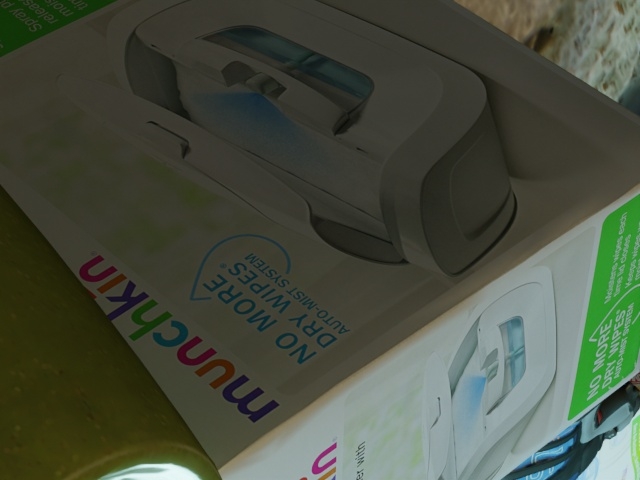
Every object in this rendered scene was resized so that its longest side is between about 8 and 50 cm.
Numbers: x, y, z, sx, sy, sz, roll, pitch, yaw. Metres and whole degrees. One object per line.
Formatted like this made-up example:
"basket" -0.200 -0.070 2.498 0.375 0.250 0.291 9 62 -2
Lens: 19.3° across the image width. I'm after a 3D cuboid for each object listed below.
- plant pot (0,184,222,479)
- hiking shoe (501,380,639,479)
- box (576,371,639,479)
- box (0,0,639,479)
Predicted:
"plant pot" -0.177 0.046 0.495 0.275 0.293 0.275 -43 148 -34
"hiking shoe" 0.082 0.096 0.974 0.132 0.113 0.304 -54 152 2
"box" 0.142 0.138 1.251 0.203 0.103 0.114 -36 146 -27
"box" -0.045 -0.002 0.697 0.231 0.262 0.127 -31 143 -31
